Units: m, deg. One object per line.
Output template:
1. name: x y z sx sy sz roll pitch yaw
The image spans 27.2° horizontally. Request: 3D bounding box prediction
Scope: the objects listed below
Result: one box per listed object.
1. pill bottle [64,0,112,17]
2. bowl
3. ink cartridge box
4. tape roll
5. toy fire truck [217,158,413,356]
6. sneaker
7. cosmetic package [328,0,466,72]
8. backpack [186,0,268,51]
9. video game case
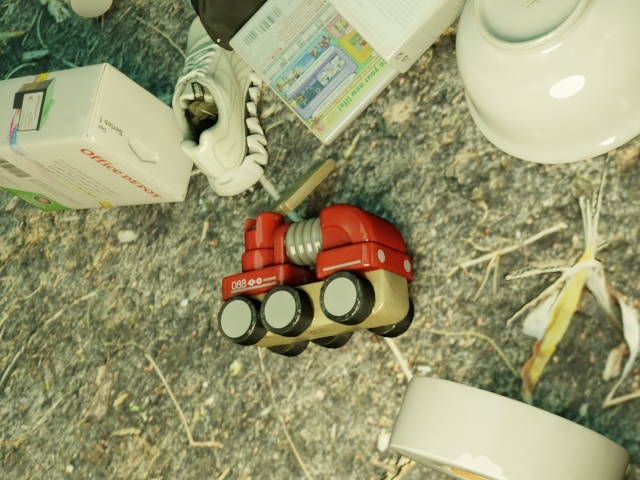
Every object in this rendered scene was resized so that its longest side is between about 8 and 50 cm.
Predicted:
1. pill bottle: -0.376 -0.419 2.058 0.087 0.087 0.160 -40 50 14
2. bowl: 0.263 -0.246 1.469 0.298 0.134 0.297 -16 60 29
3. ink cartridge box: -0.336 -0.134 1.808 0.278 0.201 0.117 -3 66 35
4. tape roll: 0.176 0.199 1.251 0.219 0.219 0.072 11 74 39
5. toy fire truck: 0.000 0.000 1.550 0.217 0.158 0.246 -14 71 31
6. sneaker: -0.142 -0.204 1.759 0.110 0.118 0.292 -27 53 25
7. cosmetic package: 0.132 -0.326 1.584 0.231 0.085 0.117 -44 74 12
8. backpack: -0.125 -0.473 1.811 0.290 0.273 0.355 -38 37 5
9. video game case: 0.018 -0.261 1.680 0.212 0.023 0.193 -45 74 9
